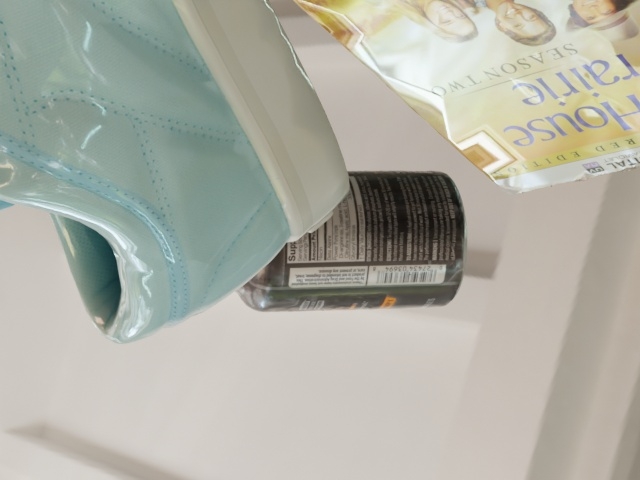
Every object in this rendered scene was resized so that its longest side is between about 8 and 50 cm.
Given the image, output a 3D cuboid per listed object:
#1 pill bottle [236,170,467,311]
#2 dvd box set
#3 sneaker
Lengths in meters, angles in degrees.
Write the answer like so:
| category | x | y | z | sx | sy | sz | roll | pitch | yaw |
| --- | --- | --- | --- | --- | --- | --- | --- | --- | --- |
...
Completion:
| category | x | y | z | sx | sy | sz | roll | pitch | yaw |
| --- | --- | --- | --- | --- | --- | --- | --- | --- | --- |
| pill bottle | 0.000 | 0.000 | 1.087 | 0.130 | 0.246 | 0.130 | 179 | -90 | -77 |
| dvd box set | 0.118 | -0.185 | 0.704 | 0.308 | 0.420 | 0.062 | -12 | -129 | 43 |
| sneaker | -0.114 | -0.084 | 0.414 | 0.150 | 0.366 | 0.135 | -45 | -138 | -13 |
